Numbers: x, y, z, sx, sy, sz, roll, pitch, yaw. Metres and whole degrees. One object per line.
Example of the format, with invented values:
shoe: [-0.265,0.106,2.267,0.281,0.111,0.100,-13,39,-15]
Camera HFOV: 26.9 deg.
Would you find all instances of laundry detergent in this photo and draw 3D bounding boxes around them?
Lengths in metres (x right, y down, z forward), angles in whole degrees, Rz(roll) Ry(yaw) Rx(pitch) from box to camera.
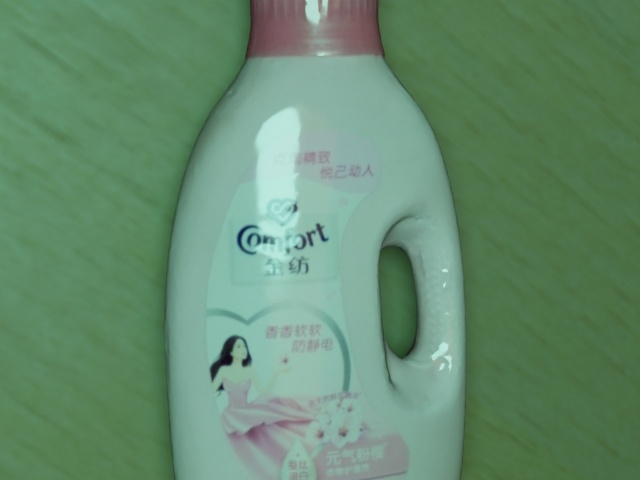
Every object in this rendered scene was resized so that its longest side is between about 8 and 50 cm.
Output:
laundry detergent: [0.000,0.000,0.674,0.159,0.088,0.335,-2,96,-20]
